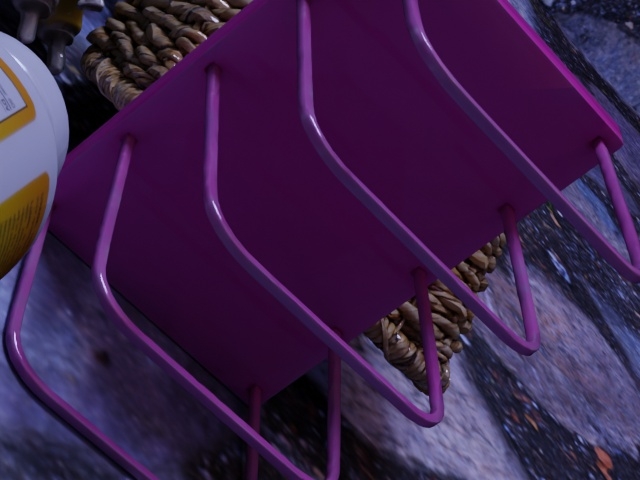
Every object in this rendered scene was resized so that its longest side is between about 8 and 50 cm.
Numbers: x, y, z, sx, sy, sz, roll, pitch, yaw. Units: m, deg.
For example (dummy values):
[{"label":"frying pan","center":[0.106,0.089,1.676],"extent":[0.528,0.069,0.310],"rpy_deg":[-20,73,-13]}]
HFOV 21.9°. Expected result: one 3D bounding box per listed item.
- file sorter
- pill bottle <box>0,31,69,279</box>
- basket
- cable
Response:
[{"label":"file sorter","center":[0.000,0.000,0.894],"extent":[0.202,0.290,0.182],"rpy_deg":[44,22,-24]},{"label":"pill bottle","center":[-0.193,-0.025,0.707],"extent":[0.136,0.136,0.246],"rpy_deg":[50,18,-6]},{"label":"basket","center":[-0.030,-0.051,1.144],"extent":[0.299,0.213,0.223],"rpy_deg":[43,57,-27]},{"label":"cable","center":[-0.170,-0.260,1.139],"extent":[0.139,0.072,0.287],"rpy_deg":[93,-3,-56]}]
